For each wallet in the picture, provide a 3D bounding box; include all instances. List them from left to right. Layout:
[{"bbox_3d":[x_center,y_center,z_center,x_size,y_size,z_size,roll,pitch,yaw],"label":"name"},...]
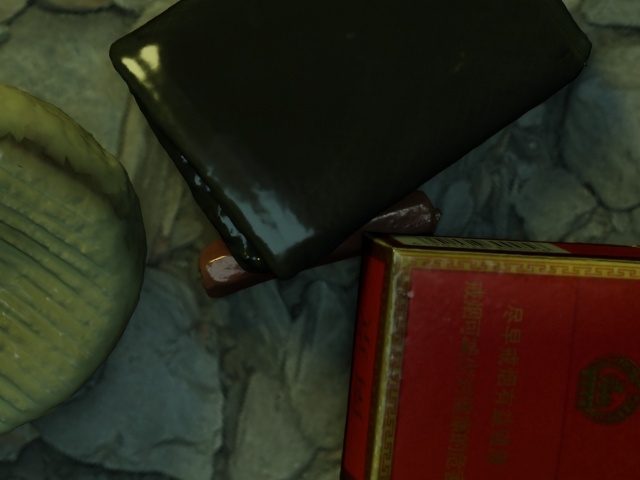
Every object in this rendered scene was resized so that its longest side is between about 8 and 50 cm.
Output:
[{"bbox_3d":[0.021,-0.102,0.985,0.245,0.052,0.168,-34,86,-16],"label":"wallet"}]

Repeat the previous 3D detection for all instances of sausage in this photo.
[{"bbox_3d":[0.000,0.000,1.000,0.147,0.035,0.030,-16,136,-11],"label":"sausage"}]

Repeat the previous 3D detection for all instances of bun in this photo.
[{"bbox_3d":[-0.207,0.006,0.923,0.222,0.127,0.222,-10,117,-21],"label":"bun"}]

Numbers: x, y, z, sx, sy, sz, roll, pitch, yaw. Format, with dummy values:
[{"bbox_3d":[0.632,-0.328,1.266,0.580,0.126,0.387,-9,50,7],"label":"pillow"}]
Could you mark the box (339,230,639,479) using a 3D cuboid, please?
[{"bbox_3d":[0.138,0.078,0.999,0.240,0.074,0.153,3,94,-14],"label":"box"}]
